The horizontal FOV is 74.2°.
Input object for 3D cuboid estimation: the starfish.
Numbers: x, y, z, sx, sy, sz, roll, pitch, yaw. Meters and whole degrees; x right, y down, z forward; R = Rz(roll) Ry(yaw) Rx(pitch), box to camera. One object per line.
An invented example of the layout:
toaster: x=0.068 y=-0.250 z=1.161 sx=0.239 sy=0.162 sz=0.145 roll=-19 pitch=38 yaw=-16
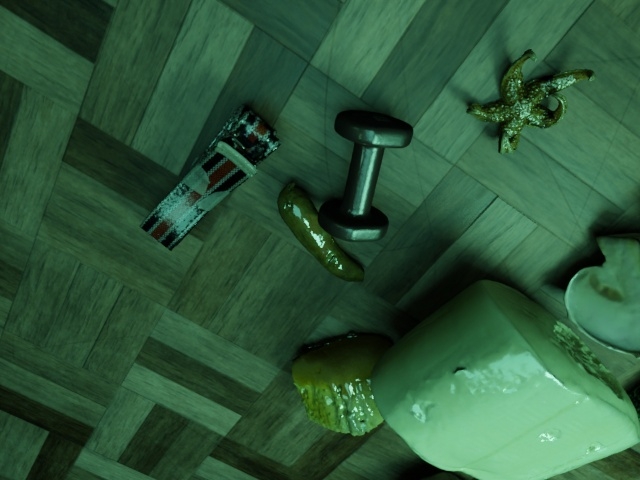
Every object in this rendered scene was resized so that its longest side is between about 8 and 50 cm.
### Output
starfish: x=0.352 y=-0.243 z=0.717 sx=0.190 sy=0.074 sz=0.146 roll=-33 pitch=111 yaw=20

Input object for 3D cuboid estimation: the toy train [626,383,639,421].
toy train: x=0.825 y=0.395 z=0.984 sx=0.163 sy=0.112 sz=0.203 roll=28 pitch=114 yaw=-3

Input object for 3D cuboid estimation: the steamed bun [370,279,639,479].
steamed bun: x=0.357 y=0.292 z=0.877 sx=0.456 sy=0.289 sz=0.371 roll=35 pitch=118 yaw=-21

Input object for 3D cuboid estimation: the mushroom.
mushroom: x=0.609 y=0.110 z=0.860 sx=0.162 sy=0.173 sz=0.236 roll=-13 pitch=77 yaw=47

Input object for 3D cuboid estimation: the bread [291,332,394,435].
bread: x=0.070 y=0.333 z=0.999 sx=0.262 sy=0.162 sz=0.204 roll=-18 pitch=104 yaw=-1

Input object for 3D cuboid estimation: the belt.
belt: x=-0.223 y=-0.109 z=0.824 sx=0.094 sy=0.126 sz=0.360 roll=39 pitch=120 yaw=-24

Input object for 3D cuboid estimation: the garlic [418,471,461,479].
garlic: x=0.330 y=0.803 z=1.160 sx=0.318 sy=0.259 sz=0.317 roll=2 pitch=113 yaw=5

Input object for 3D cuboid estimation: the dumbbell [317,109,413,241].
dumbbell: x=0.077 y=-0.117 z=0.774 sx=0.141 sy=0.124 sz=0.225 roll=-3 pitch=121 yaw=-22

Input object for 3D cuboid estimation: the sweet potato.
sweet potato: x=0.000 y=0.000 z=0.881 sx=0.075 sy=0.075 sz=0.273 roll=-30 pitch=113 yaw=19
